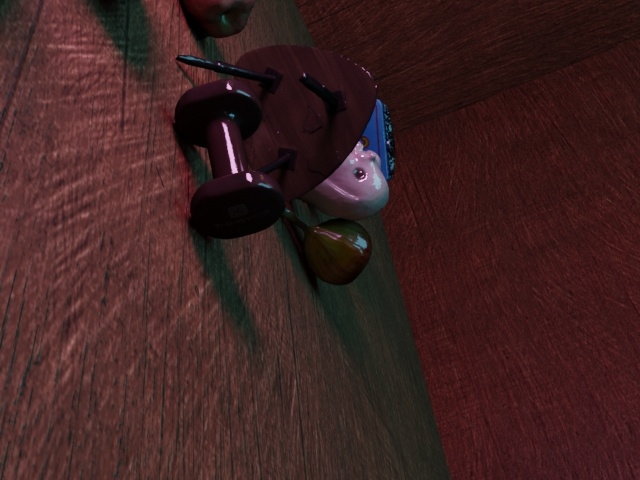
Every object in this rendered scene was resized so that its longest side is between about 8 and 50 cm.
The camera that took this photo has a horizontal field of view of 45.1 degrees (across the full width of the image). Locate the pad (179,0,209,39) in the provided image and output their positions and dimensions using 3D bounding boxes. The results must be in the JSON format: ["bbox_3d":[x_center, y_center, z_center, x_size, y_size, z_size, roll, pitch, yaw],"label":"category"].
[{"bbox_3d":[-0.261,-0.470,1.587,0.157,0.003,0.112,-77,145,-71],"label":"pad"}]

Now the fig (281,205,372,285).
[{"bbox_3d":[0.000,0.009,1.733,0.143,0.231,0.160,125,-24,-55],"label":"fig"}]

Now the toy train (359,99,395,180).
[{"bbox_3d":[0.064,-0.246,2.028,0.188,0.265,0.300,-40,125,-80],"label":"toy train"}]

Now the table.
[{"bbox_3d":[-0.080,-0.241,1.396,0.249,0.317,0.317,-13,82,-65],"label":"table"}]

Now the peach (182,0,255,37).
[{"bbox_3d":[-0.213,-0.488,1.539,0.152,0.152,0.152,-21,90,-80],"label":"peach"}]

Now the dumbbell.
[{"bbox_3d":[-0.140,-0.123,1.161,0.124,0.140,0.225,72,2,-59],"label":"dumbbell"}]

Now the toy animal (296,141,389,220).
[{"bbox_3d":[0.015,-0.146,1.743,0.289,0.249,0.174,-127,-140,-59],"label":"toy animal"}]
